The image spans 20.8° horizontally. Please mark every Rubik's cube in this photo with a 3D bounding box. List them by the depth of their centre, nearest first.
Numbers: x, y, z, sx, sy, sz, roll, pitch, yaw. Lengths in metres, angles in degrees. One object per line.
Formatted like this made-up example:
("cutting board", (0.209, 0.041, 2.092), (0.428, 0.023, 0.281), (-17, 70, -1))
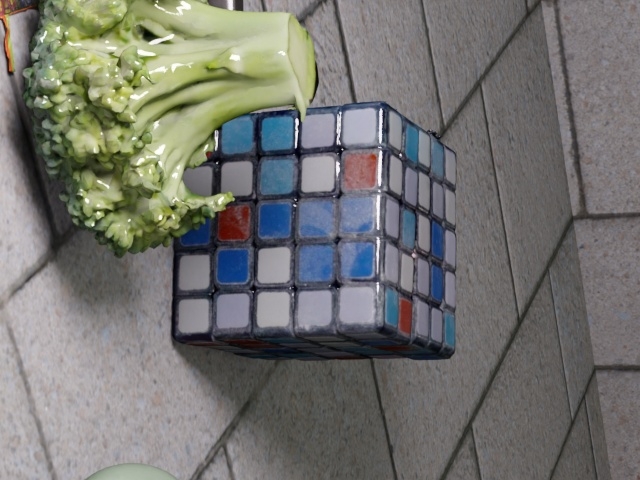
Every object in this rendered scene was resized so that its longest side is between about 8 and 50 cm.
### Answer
("Rubik's cube", (0.000, 0.000, 2.223), (0.292, 0.286, 0.293), (18, 71, -66))

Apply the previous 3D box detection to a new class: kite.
("kite", (-0.329, -0.253, 1.806), (0.190, 0.010, 0.159), (-40, 126, -62))

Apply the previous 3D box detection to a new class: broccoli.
("broccoli", (-0.180, -0.191, 1.846), (0.338, 0.317, 0.277), (63, 7, 29))

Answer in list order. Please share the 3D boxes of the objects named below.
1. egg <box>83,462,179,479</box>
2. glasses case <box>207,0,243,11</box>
("egg", (-0.205, 0.314, 1.875), (0.192, 0.149, 0.149), (-8, 95, -76))
("glasses case", (-0.123, -0.332, 2.277), (0.072, 0.042, 0.191), (4, 85, -75))
